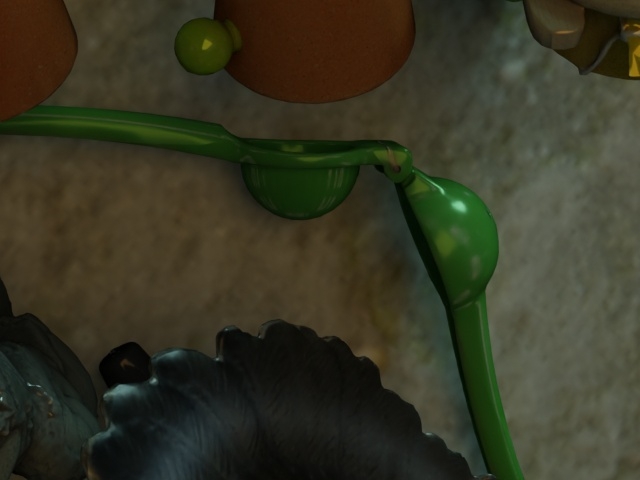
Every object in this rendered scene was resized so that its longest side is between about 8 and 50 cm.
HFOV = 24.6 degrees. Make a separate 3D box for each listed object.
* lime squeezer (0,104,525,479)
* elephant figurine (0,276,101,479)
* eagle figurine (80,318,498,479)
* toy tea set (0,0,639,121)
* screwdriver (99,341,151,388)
[{"bbox_3d":[0.000,0.000,0.602,0.310,0.059,0.110,36,111,-13],"label":"lime squeezer"},{"bbox_3d":[-0.204,0.094,0.485,0.239,0.169,0.186,-42,71,2],"label":"elephant figurine"},{"bbox_3d":[0.020,0.185,0.517,0.298,0.225,0.226,29,58,0],"label":"eagle figurine"},{"bbox_3d":[-0.007,-0.104,0.563,0.336,0.124,0.200,-3,50,-1],"label":"toy tea set"},{"bbox_3d":[-0.036,0.113,0.593,0.024,0.025,0.170,-36,98,-15],"label":"screwdriver"}]
